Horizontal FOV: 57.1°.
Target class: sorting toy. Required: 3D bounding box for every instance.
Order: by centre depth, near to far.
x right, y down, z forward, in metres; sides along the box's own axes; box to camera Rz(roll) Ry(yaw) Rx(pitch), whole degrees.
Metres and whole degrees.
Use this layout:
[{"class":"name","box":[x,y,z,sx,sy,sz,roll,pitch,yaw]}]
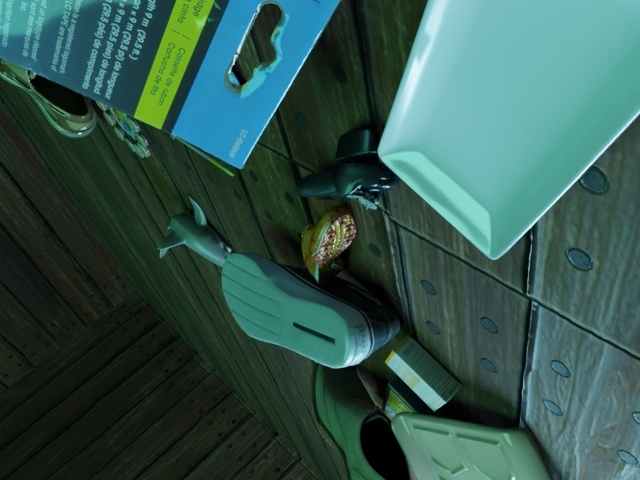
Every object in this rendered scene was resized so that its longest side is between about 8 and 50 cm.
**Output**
[{"class":"sorting toy","box":[0.247,0.374,0.825,0.229,0.041,0.307,-15,106,51]}]

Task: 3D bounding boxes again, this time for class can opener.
[{"class":"can opener","box":[0.027,-0.064,0.624,0.059,0.073,0.186,15,170,-18]}]

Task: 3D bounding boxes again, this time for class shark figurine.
[{"class":"shark figurine","box":[-0.310,-0.008,1.285,0.278,0.116,0.166,15,138,53]}]

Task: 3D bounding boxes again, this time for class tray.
[{"class":"tray","box":[0.122,-0.093,0.402,0.145,0.030,0.270,44,158,13]}]

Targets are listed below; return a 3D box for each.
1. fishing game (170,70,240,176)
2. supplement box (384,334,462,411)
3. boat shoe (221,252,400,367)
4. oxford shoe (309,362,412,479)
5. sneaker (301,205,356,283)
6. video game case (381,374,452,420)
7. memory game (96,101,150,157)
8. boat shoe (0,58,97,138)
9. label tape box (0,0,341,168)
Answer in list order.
[{"class":"fishing game","box":[-0.154,-0.203,0.755,0.189,0.041,0.264,31,147,23]},{"class":"supplement box","box":[0.140,0.183,0.813,0.098,0.036,0.062,44,158,15]},{"class":"boat shoe","box":[-0.026,0.099,0.880,0.335,0.119,0.121,24,112,46]},{"class":"oxford shoe","box":[0.076,0.306,0.989,0.348,0.123,0.130,-118,40,-49]},{"class":"sneaker","box":[0.000,0.000,0.756,0.067,0.064,0.175,55,158,16]},{"class":"video game case","box":[0.212,0.362,0.973,0.275,0.035,0.248,41,157,23]},{"class":"memory game","box":[-0.419,-0.251,1.229,0.186,0.012,0.186,41,157,21]},{"class":"boat shoe","box":[-0.612,-0.374,1.286,0.324,0.122,0.120,46,155,-12]},{"class":"label tape box","box":[-0.158,-0.231,0.448,0.334,0.106,0.240,24,134,-17]}]
